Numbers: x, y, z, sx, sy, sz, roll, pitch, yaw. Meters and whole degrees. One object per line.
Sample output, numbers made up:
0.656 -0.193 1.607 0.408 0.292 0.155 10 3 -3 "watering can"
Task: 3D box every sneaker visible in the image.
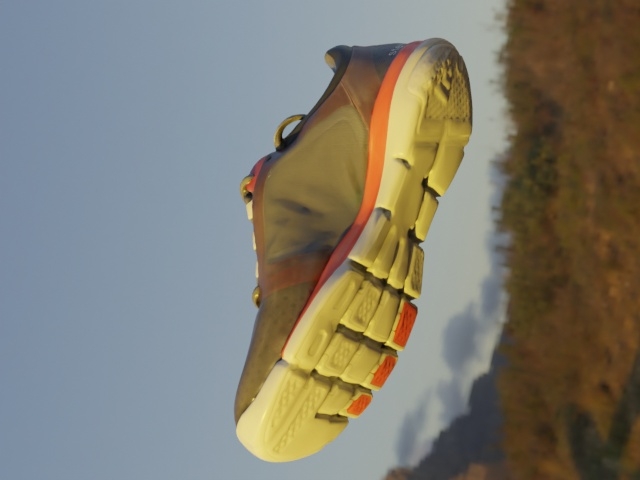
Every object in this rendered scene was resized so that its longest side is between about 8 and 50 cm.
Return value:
0.000 0.000 0.462 0.158 0.065 0.061 -66 -33 -18 "sneaker"
